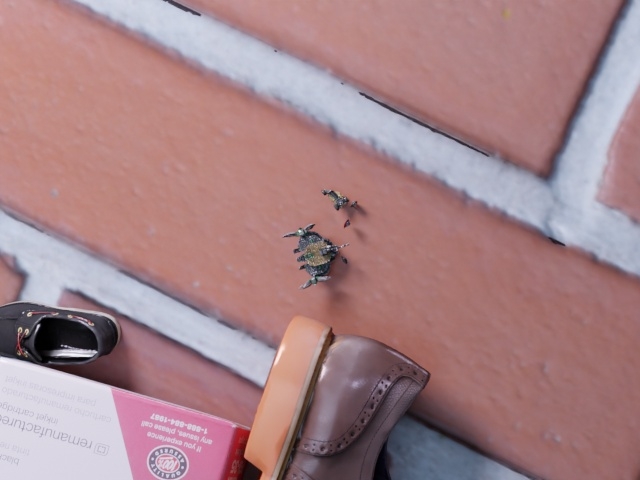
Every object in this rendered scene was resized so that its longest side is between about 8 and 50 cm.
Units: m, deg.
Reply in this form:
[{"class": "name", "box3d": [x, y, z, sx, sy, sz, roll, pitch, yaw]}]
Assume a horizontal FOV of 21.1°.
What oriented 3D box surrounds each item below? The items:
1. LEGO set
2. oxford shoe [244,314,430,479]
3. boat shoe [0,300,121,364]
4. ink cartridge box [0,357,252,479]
[{"class": "LEGO set", "box3d": [0.003, 0.000, 1.368, 0.054, 0.023, 0.083, 41, 95, 3]}, {"class": "oxford shoe", "box3d": [-0.010, 0.249, 1.362, 0.132, 0.130, 0.364, 16, 105, 5]}, {"class": "boat shoe", "box3d": [-0.235, 0.079, 1.437, 0.133, 0.042, 0.049, 1, 102, 17]}, {"class": "ink cartridge box", "box3d": [-0.190, 0.256, 1.363, 0.207, 0.117, 0.283, 15, 84, 5]}]
